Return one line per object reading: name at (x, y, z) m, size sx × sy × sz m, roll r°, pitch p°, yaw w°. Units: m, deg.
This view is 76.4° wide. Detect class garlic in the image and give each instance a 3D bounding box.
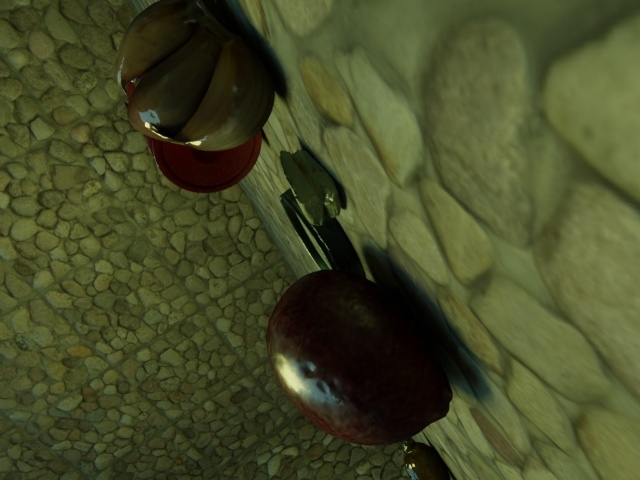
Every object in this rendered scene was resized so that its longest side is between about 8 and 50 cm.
garlic at (-0.153, -0.202, 0.545) m, size 0.214 × 0.191 × 0.160 m, roll 45°, pitch -165°, yaw 6°

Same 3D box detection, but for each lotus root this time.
lotus root at (0.314, 0.681, 1.216) m, size 0.209 × 0.120 × 0.120 m, roll 57°, pitch 172°, yaw 14°

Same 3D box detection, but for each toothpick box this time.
toothpick box at (-0.276, -0.265, 0.849) m, size 0.333 × 0.204 × 0.204 m, roll 51°, pitch 169°, yaw 42°

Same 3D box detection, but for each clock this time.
clock at (0.000, 0.000, 0.745) m, size 0.226 × 0.049 × 0.226 m, roll 55°, pitch 171°, yaw 12°

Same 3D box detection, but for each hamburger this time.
hamburger at (-0.014, -0.069, 0.565) m, size 0.121 × 0.054 × 0.084 m, roll 56°, pitch 176°, yaw 33°

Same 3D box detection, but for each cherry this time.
cherry at (0.045, 0.158, 0.557) m, size 0.300 × 0.203 × 0.230 m, roll 20°, pitch 142°, yaw 54°
